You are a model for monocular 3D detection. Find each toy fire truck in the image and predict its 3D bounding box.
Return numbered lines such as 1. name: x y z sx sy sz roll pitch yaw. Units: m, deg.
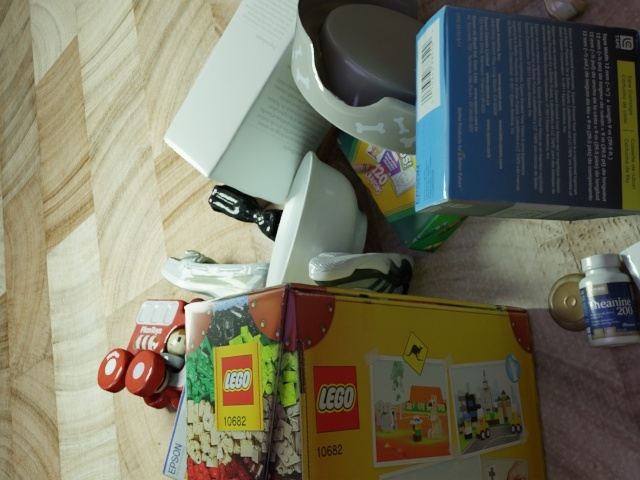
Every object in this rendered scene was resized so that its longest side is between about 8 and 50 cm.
1. toy fire truck: -0.358 0.250 1.615 0.302 0.169 0.254 -6 60 44

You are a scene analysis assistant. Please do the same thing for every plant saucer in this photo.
1. plant saucer: 0.361 0.088 1.000 0.083 0.015 0.084 -10 76 44

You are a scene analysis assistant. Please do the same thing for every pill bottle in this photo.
1. pill bottle: 0.386 0.081 0.938 0.067 0.067 0.120 -18 71 42

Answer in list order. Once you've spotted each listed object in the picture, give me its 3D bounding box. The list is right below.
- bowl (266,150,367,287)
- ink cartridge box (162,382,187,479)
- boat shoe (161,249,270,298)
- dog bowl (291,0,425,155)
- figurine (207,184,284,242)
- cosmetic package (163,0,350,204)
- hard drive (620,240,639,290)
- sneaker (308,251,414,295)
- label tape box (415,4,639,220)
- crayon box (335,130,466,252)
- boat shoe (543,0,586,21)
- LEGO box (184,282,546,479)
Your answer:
1. bowl: 0.000 0.000 1.257 0.298 0.134 0.298 -165 90 -82
2. ink cartridge box: -0.094 0.334 1.263 0.330 0.071 0.324 20 102 14
3. boat shoe: -0.224 0.074 1.532 0.320 0.118 0.103 11 85 42
4. dog bowl: 0.112 -0.270 1.097 0.349 0.348 0.102 62 143 32
5. figurine: -0.115 -0.121 1.480 0.209 0.092 0.215 29 103 36
6. cosmetic package: -0.063 -0.312 1.292 0.161 0.230 0.453 40 102 32
7. hard drive: 0.517 0.102 0.822 0.203 0.040 0.308 -37 58 35
8. sneaker: 0.074 0.096 1.121 0.101 0.268 0.153 0 89 33
9. label tape box: 0.304 -0.155 0.928 0.115 0.347 0.249 156 116 -73
10. crayon box: 0.156 -0.136 1.199 0.165 0.081 0.278 -50 52 28
11. boat shoe: 0.360 -0.413 1.059 0.059 0.063 0.170 -22 77 38
12. LEGO box: 0.085 0.267 0.903 0.193 0.500 0.373 -15 72 43
